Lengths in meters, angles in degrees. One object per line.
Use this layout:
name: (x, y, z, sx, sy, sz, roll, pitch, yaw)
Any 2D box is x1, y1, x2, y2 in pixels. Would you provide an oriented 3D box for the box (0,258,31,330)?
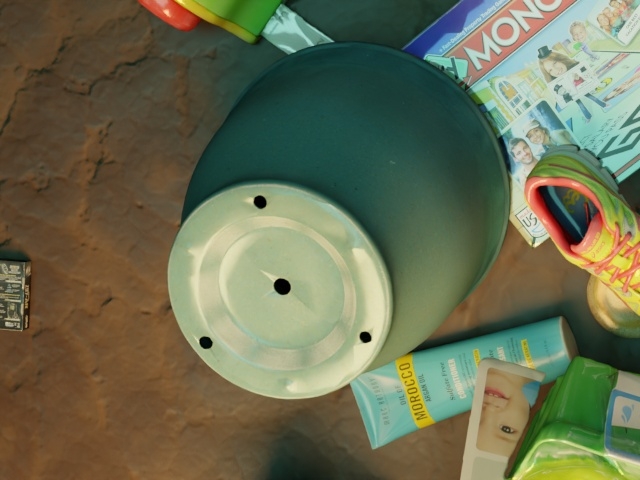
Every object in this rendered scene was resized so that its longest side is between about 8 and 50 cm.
box: (-0.319, 0.050, 1.668, 0.083, 0.018, 0.067, 3, 95, 12)

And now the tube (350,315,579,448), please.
tube: (0.128, 0.121, 1.567, 0.207, 0.052, 0.080, -19, 83, 18)

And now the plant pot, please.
plant pot: (0.000, 0.000, 1.441, 0.272, 0.255, 0.271, 6, 113, 15)

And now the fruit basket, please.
fruit basket: (0.258, 0.271, 1.366, 0.327, 0.353, 0.165, 18, 136, -4)

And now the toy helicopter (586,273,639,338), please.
toy helicopter: (0.402, 0.072, 1.481, 0.355, 0.140, 0.235, 5, 104, 22)

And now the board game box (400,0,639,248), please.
board game box: (0.246, -0.172, 1.517, 0.317, 0.046, 0.213, -39, 87, 12)

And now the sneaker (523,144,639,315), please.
sneaker: (0.244, 0.009, 1.447, 0.208, 0.094, 0.081, 41, 114, 14)

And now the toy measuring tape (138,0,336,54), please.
toy measuring tape: (-0.064, -0.208, 1.545, 0.330, 0.121, 0.121, 38, 101, 7)
